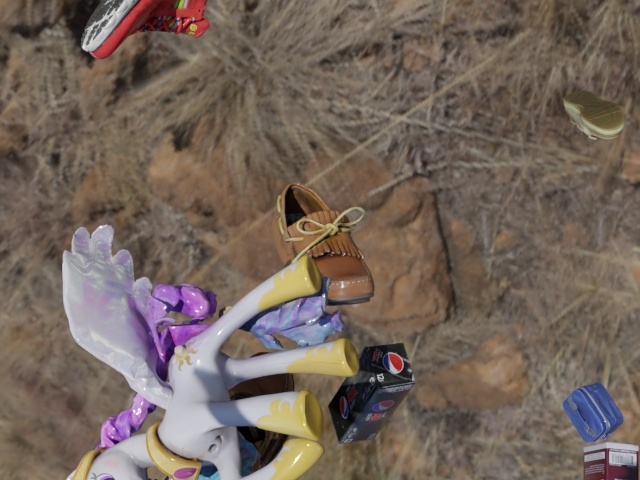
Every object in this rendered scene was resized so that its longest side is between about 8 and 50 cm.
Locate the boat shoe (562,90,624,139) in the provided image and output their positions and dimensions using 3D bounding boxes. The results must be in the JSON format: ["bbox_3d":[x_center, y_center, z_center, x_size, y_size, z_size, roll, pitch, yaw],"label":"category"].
[{"bbox_3d":[0.391,-0.170,1.463,0.056,0.153,0.048,-20,116,-5],"label":"boat shoe"}]

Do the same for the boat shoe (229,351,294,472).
[{"bbox_3d":[-0.100,0.256,1.381,0.110,0.307,0.104,17,135,4],"label":"boat shoe"}]

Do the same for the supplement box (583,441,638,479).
[{"bbox_3d":[0.594,0.541,2.105,0.073,0.239,0.130,7,164,-6],"label":"supplement box"}]

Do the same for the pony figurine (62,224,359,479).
[{"bbox_3d":[-0.143,0.154,1.163,0.363,0.351,0.303,-23,133,23],"label":"pony figurine"}]

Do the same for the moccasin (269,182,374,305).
[{"bbox_3d":[0.003,0.000,1.800,0.139,0.380,0.147,-1,113,-12],"label":"moccasin"}]

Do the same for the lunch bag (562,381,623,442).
[{"bbox_3d":[0.471,0.303,1.782,0.098,0.065,0.067,60,147,28],"label":"lunch bag"}]

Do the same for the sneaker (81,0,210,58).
[{"bbox_3d":[-0.206,-0.320,1.398,0.107,0.279,0.118,-11,122,49],"label":"sneaker"}]

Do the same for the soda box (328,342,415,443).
[{"bbox_3d":[0.062,0.194,1.293,0.053,0.060,0.169,-3,147,-21],"label":"soda box"}]
